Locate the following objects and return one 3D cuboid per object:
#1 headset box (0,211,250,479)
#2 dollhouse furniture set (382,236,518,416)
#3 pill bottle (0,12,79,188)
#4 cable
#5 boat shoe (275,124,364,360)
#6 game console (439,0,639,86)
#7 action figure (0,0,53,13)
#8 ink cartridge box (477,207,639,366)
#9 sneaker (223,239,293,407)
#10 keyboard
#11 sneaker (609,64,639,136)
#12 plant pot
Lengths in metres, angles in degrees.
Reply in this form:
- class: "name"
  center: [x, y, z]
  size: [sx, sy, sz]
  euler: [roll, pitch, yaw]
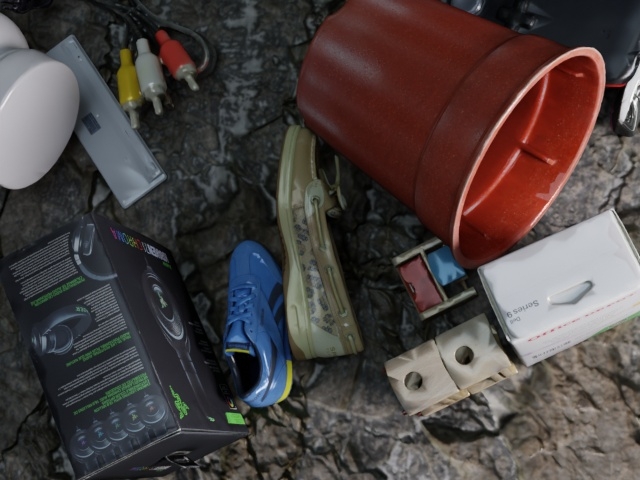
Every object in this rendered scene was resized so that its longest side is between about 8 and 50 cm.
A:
- class: "headset box"
  center: [-0.218, 0.140, 1.299]
  size: [0.131, 0.246, 0.283]
  euler: [-27, 74, 7]
- class: "dollhouse furniture set"
  center: [0.123, 0.094, 1.289]
  size: [0.129, 0.129, 0.183]
  euler: [-28, 75, 7]
- class: "pill bottle"
  center: [-0.529, -0.222, 1.454]
  size: [0.408, 0.229, 0.229]
  euler: [25, 86, 16]
- class: "cable"
  center: [-0.238, -0.288, 1.479]
  size: [0.140, 0.072, 0.287]
  euler: [-30, 74, 8]
- class: "boat shoe"
  center: [0.000, 0.000, 1.359]
  size: [0.089, 0.104, 0.285]
  euler: [-5, 88, 8]
- class: "game console"
  center: [0.282, -0.404, 1.334]
  size: [0.342, 0.060, 0.386]
  euler: [26, 94, 30]
- class: "action figure"
  center: [-0.457, -0.437, 1.522]
  size: [0.275, 0.141, 0.164]
  euler: [45, 103, 22]
- class: "ink cartridge box"
  center: [0.265, 0.057, 1.219]
  size: [0.154, 0.212, 0.093]
  euler: [-25, 74, 8]
- class: "sneaker"
  center: [-0.083, 0.096, 1.358]
  size: [0.069, 0.082, 0.209]
  euler: [-14, 75, 27]
- class: "keyboard"
  center: [-0.298, -0.162, 1.502]
  size: [0.072, 0.014, 0.256]
  euler: [-38, 73, 9]
- class: "sneaker"
  center: [0.402, -0.201, 1.315]
  size: [0.077, 0.072, 0.178]
  euler: [24, 91, 5]
- class: "plant pot"
  center: [0.133, -0.151, 1.278]
  size: [0.265, 0.272, 0.272]
  euler: [35, 89, 28]
